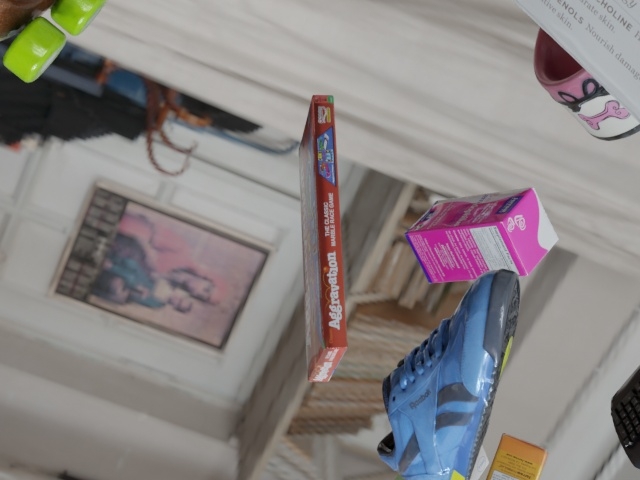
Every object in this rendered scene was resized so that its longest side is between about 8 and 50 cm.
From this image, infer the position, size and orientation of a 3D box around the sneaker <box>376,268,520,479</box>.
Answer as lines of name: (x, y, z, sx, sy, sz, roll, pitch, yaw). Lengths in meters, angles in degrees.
sneaker: (0.080, 0.096, 0.778, 0.069, 0.082, 0.209, -56, 162, -45)

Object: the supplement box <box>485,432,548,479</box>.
supplement box: (0.274, 0.417, 1.755, 0.078, 0.080, 0.233, 48, 62, -72)

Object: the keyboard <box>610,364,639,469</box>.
keyboard: (0.481, 0.170, 1.417, 0.317, 0.033, 0.201, -58, -147, 28)

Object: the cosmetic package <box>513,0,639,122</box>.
cosmetic package: (0.498, -0.388, 1.379, 0.329, 0.327, 0.393, -24, 154, -34)

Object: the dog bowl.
dog bowl: (0.532, -0.390, 2.029, 0.408, 0.150, 0.408, -54, -159, 32)

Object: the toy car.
toy car: (-0.226, -0.248, 0.892, 0.188, 0.155, 0.149, -40, -165, 43)

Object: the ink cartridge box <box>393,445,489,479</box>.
ink cartridge box: (0.210, 0.410, 1.847, 0.056, 0.235, 0.171, 8, -136, 40)

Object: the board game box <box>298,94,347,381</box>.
board game box: (0.000, 0.000, 1.250, 0.145, 0.027, 0.281, 107, -18, -68)

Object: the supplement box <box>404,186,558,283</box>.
supplement box: (0.270, -0.006, 1.947, 0.220, 0.114, 0.111, -6, -151, 47)
